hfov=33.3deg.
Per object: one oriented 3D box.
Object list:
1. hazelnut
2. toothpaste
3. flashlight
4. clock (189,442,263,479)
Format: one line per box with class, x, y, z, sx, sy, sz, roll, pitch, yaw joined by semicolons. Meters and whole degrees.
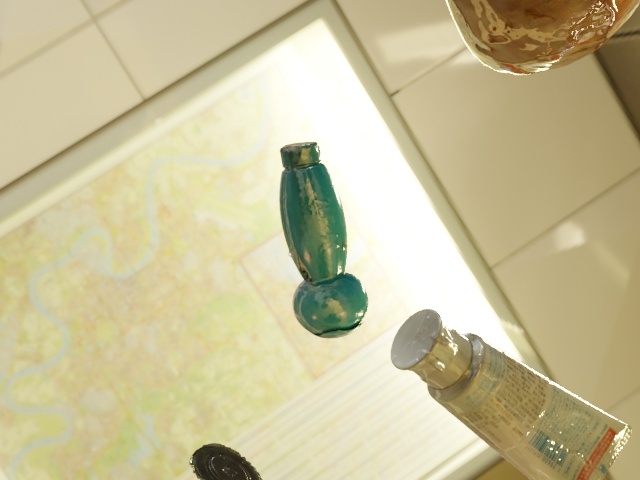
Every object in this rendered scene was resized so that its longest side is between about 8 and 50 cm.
hazelnut;0.196;-0.248;0.904;0.176;0.214;0.214;40;-11;11
toothpaste;0.153;0.133;0.828;0.234;0.089;0.057;36;-6;-25
flashlight;0.000;0.000;0.695;0.051;0.051;0.129;-153;-127;-75
clock;-0.092;0.235;1.075;0.083;0.010;0.074;37;25;16
